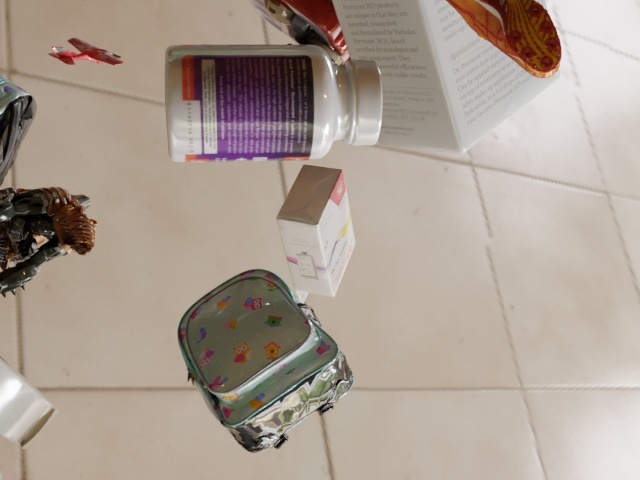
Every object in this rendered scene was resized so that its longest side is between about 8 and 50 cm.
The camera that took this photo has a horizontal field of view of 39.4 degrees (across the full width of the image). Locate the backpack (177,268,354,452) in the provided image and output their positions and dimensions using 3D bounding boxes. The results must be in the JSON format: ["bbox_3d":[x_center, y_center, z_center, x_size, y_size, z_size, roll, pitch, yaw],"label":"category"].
[{"bbox_3d":[-0.078,0.124,1.035,0.166,0.188,0.144,-36,134,-8],"label":"backpack"}]

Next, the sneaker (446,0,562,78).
[{"bbox_3d":[0.203,-0.241,0.986,0.064,0.067,0.175,-33,68,-7],"label":"sneaker"}]

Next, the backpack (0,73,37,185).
[{"bbox_3d":[-0.384,-0.099,0.944,0.115,0.182,0.152,32,5,-12],"label":"backpack"}]

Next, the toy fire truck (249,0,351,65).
[{"bbox_3d":[-0.030,-0.340,1.373,0.254,0.169,0.302,37,3,10],"label":"toy fire truck"}]

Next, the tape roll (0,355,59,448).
[{"bbox_3d":[-0.519,0.130,1.210,0.392,0.392,0.072,44,71,-11],"label":"tape roll"}]

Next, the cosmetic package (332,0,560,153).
[{"bbox_3d":[0.133,-0.363,1.122,0.230,0.162,0.453,-37,122,-30],"label":"cosmetic package"}]

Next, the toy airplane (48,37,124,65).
[{"bbox_3d":[-0.442,-0.347,1.677,0.151,0.028,0.151,15,21,-6],"label":"toy airplane"}]

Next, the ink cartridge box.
[{"bbox_3d":[0.000,0.000,1.318,0.198,0.067,0.115,78,28,-47],"label":"ink cartridge box"}]

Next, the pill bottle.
[{"bbox_3d":[-0.045,-0.127,0.831,0.194,0.108,0.108,-1,64,-7],"label":"pill bottle"}]

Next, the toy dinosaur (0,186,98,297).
[{"bbox_3d":[-0.402,-0.022,1.222,0.218,0.322,0.164,-29,94,-34],"label":"toy dinosaur"}]

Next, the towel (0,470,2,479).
[{"bbox_3d":[-0.386,0.139,0.588,0.312,0.056,0.324,-11,76,-26],"label":"towel"}]
